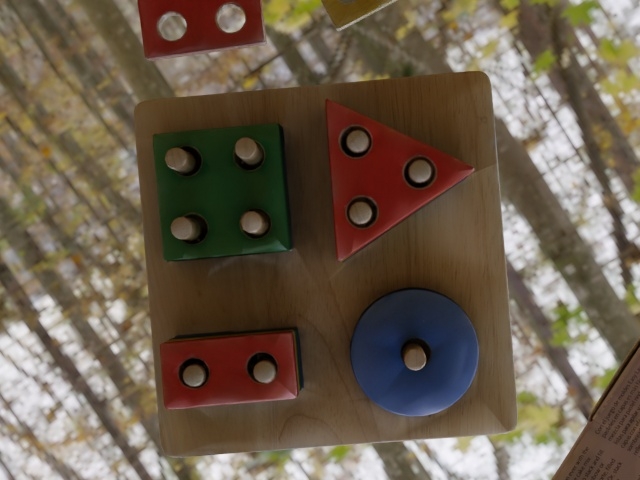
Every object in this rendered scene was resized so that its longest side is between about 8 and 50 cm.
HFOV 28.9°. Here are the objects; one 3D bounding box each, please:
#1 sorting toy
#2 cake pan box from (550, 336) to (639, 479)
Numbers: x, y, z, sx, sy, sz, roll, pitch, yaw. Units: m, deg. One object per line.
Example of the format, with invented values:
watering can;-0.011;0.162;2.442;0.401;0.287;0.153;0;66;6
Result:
sorting toy;0.000;0.000;0.442;0.132;0.274;0.046;-4;179;3
cake pan box;0.280;0.141;0.713;0.266;0.246;0.070;-54;150;-14
